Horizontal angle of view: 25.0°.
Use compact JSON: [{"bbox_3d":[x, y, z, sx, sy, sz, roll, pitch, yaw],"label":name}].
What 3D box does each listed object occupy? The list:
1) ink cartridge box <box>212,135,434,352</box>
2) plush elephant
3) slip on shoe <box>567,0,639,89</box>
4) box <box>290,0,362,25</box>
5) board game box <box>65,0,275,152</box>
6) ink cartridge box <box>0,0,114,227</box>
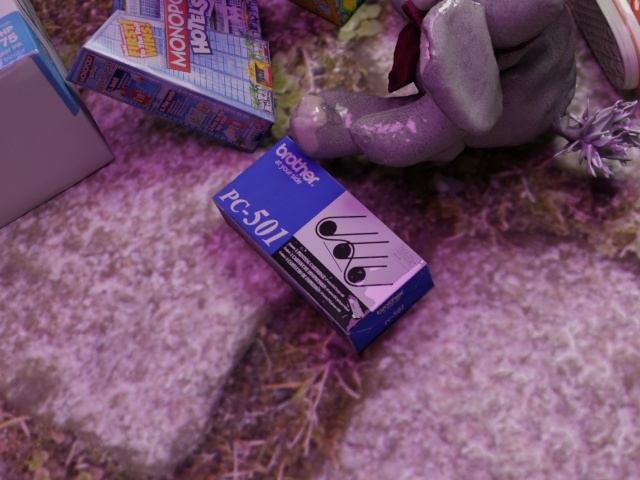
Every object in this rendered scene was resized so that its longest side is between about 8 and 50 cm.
[{"bbox_3d":[0.000,0.000,1.338,0.097,0.046,0.207,-41,59,-10],"label":"ink cartridge box"},{"bbox_3d":[0.130,-0.201,1.262,0.330,0.255,0.272,24,62,30],"label":"plush elephant"},{"bbox_3d":[0.274,-0.295,1.387,0.101,0.123,0.331,-18,64,-2],"label":"slip on shoe"},{"bbox_3d":[0.012,-0.429,1.438,0.177,0.279,0.290,32,73,28],"label":"box"},{"bbox_3d":[-0.150,-0.196,1.421,0.194,0.060,0.194,9,56,-24],"label":"board game box"},{"bbox_3d":[-0.374,-0.175,1.454,0.197,0.198,0.270,-31,58,-2],"label":"ink cartridge box"}]
